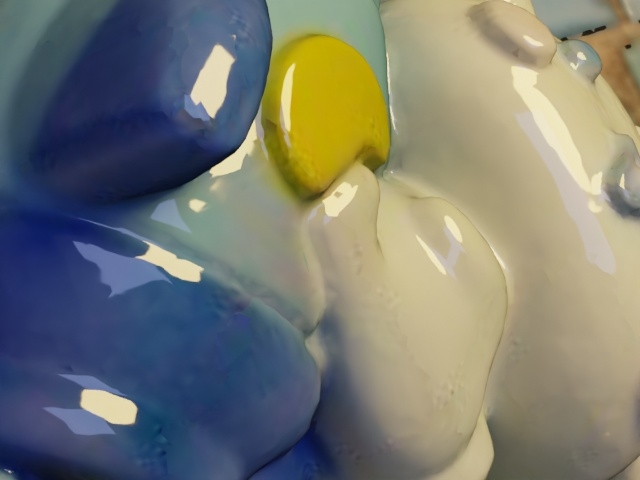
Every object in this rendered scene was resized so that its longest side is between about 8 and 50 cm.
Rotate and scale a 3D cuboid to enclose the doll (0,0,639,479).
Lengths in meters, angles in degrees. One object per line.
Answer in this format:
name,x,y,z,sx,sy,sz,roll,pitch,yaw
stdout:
doll,0.004,-0.005,0.556,0.366,0.187,0.376,-5,55,-40
